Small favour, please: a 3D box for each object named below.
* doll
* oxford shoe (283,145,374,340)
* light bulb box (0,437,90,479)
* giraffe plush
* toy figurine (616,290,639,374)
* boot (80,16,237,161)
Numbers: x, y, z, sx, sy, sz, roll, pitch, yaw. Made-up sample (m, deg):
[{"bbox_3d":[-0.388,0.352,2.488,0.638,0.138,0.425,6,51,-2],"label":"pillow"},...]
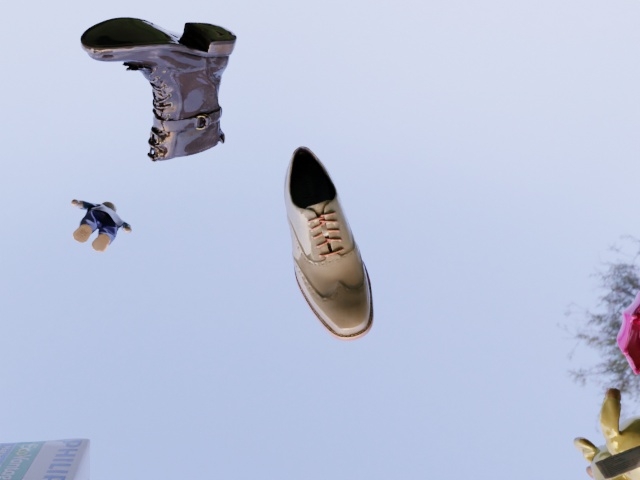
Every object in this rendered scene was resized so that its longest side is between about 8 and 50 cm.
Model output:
[{"bbox_3d":[-0.444,-0.042,1.162,0.129,0.046,0.189,31,-166,-18],"label":"doll"},{"bbox_3d":[0.000,0.000,1.115,0.141,0.146,0.396,-19,-115,-4],"label":"oxford shoe"},{"bbox_3d":[-0.434,0.497,0.721,0.226,0.360,0.358,1,-174,-12],"label":"light bulb box"},{"bbox_3d":[0.395,0.269,0.675,0.211,0.170,0.181,-2,-124,1],"label":"giraffe plush"},{"bbox_3d":[0.306,0.096,0.435,0.130,0.173,0.159,8,-130,-36],"label":"toy figurine"},{"bbox_3d":[-0.246,-0.222,0.911,0.263,0.228,0.091,-13,-132,-38],"label":"boot"}]
